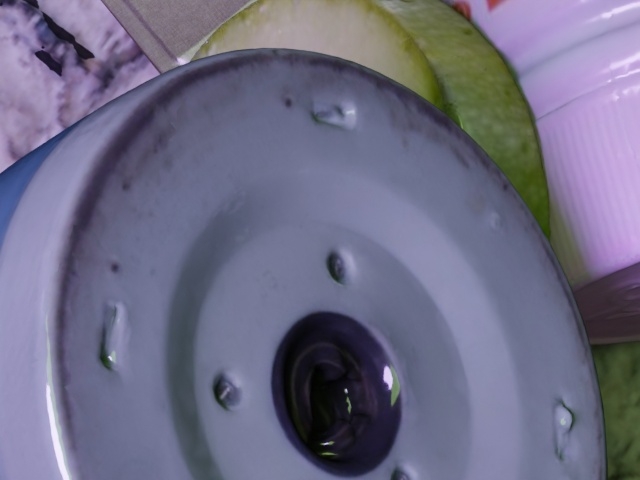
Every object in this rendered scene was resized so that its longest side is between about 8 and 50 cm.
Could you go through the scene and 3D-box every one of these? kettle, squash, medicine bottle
[{"bbox_3d":[-0.071,0.123,0.734,0.319,0.342,0.247,53,48,-11],"label":"kettle"},{"bbox_3d":[0.000,0.000,0.842,0.252,0.049,0.252,6,97,50],"label":"squash"},{"bbox_3d":[0.154,-0.128,0.849,0.202,0.202,0.315,-15,74,5],"label":"medicine bottle"}]

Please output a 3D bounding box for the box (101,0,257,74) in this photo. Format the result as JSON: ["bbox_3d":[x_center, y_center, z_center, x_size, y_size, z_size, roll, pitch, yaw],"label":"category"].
[{"bbox_3d":[-0.066,-0.126,0.968,0.079,0.035,0.083,-38,75,-2],"label":"box"}]
